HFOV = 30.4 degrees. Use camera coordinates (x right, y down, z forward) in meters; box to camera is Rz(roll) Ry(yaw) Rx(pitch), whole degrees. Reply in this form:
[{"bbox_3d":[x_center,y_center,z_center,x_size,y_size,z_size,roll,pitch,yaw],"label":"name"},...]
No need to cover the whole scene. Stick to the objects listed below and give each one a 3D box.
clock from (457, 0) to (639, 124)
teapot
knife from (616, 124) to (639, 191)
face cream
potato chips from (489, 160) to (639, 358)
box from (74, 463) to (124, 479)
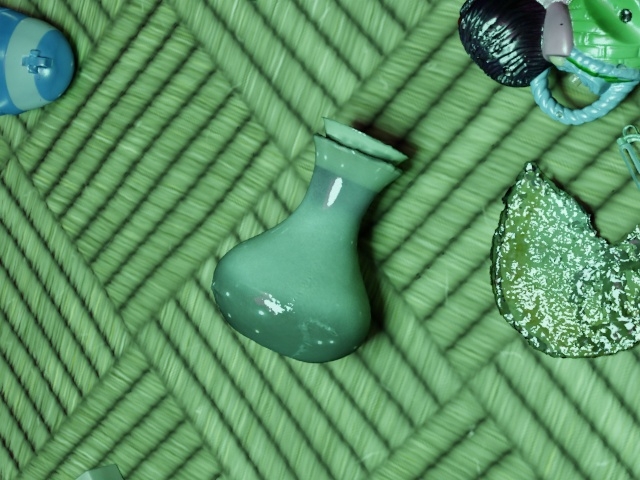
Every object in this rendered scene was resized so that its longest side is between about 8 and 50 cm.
[{"bbox_3d":[0.244,-0.218,1.152,0.195,0.100,0.194,-47,69,26],"label":"clock"},{"bbox_3d":[0.000,0.000,1.281,0.183,0.183,0.251,27,93,29],"label":"teapot"},{"bbox_3d":[0.365,-0.110,1.121,0.166,0.022,0.078,-34,71,29],"label":"knife"},{"bbox_3d":[-0.439,-0.243,1.593,0.264,0.083,0.149,9,96,32],"label":"face cream"},{"bbox_3d":[0.272,0.022,1.185,0.220,0.029,0.202,3,93,35],"label":"potato chips"},{"bbox_3d":[-0.318,0.402,1.546,0.201,0.058,0.141,-38,71,26],"label":"box"}]
